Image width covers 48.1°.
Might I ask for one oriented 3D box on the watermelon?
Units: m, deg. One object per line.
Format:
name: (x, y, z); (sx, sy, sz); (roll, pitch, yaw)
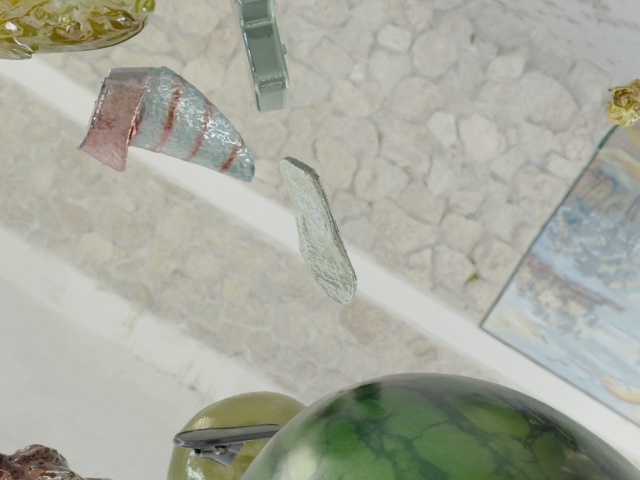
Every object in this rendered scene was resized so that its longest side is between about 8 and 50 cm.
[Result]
watermelon: (0.084, 0.264, 0.481); (0.363, 0.363, 0.363); (31, -168, -7)

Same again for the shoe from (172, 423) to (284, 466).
shoe: (-0.125, 0.290, 1.005); (0.160, 0.053, 0.062); (-3, -175, -20)

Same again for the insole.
insole: (0.000, 0.000, 0.628); (0.063, 0.010, 0.192); (27, 153, 32)

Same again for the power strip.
power strip: (-0.092, -0.326, 0.995); (0.193, 0.059, 0.264); (111, 146, -81)

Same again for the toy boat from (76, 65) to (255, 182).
toy boat: (-0.218, -0.165, 1.128); (0.282, 0.206, 0.096); (19, -143, -24)

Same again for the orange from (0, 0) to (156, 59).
orange: (-0.293, -0.337, 0.758); (0.271, 0.210, 0.369); (2, 166, -33)

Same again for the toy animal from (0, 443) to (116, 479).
toy animal: (-0.329, 0.330, 0.916); (0.312, 0.158, 0.097); (51, -147, -51)

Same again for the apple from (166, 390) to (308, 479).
apple: (-0.124, 0.382, 1.246); (0.258, 0.233, 0.295); (4, -166, 16)

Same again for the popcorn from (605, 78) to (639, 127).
popcorn: (0.522, -0.225, 1.194); (0.084, 0.084, 0.084); (31, -168, -7)
